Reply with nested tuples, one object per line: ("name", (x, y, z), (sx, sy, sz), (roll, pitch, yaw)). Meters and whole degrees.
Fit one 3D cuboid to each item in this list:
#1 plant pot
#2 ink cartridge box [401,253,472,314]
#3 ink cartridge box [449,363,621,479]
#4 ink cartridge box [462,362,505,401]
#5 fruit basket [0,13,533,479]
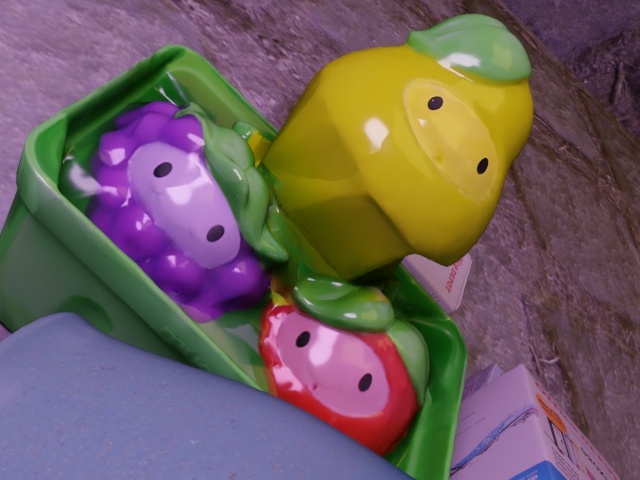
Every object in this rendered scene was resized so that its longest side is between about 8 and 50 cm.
("plant pot", (-0.086, 0.180, 0.386), (0.255, 0.272, 0.271), (36, 30, 5))
("ink cartridge box", (0.090, 0.002, 0.966), (0.191, 0.082, 0.140), (49, 31, -9))
("ink cartridge box", (0.172, 0.257, 0.683), (0.171, 0.168, 0.233), (50, 16, -7))
("ink cartridge box", (0.261, 0.313, 0.902), (0.311, 0.065, 0.186), (53, 31, -2))
("fruit basket", (0.000, 0.000, 0.569), (0.392, 0.392, 0.283), (46, 31, -11))
